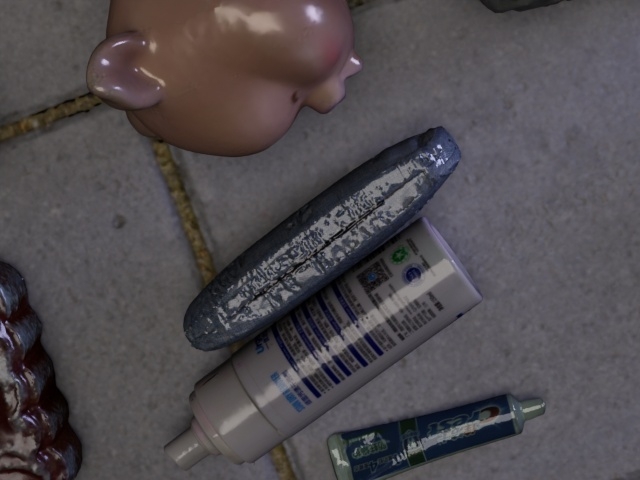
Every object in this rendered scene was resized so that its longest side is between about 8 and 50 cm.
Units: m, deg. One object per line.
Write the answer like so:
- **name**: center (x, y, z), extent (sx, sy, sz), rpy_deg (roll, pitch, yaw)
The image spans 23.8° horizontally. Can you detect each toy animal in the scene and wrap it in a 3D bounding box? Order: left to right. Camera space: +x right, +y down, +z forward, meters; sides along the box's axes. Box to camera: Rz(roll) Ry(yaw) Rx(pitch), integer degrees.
- **toy animal**: center (-0.103, -0.222, 1.209), extent (0.326, 0.237, 0.269), rpy_deg (38, 90, -1)

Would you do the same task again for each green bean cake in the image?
- **green bean cake**: center (-0.327, 0.143, 1.324), extent (0.198, 0.097, 0.232), rpy_deg (-13, 98, 4)

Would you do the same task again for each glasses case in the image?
- **glasses case**: center (0.000, 0.000, 1.286), extent (0.282, 0.109, 0.067), rpy_deg (-39, 97, 7)

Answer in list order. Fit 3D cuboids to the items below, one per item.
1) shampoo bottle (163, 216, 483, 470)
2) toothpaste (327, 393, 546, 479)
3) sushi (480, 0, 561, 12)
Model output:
- **shampoo bottle**: center (-0.007, 0.103, 1.312), extent (0.303, 0.092, 0.092), rpy_deg (-37, 96, 7)
- **toothpaste**: center (0.105, 0.174, 1.348), extent (0.197, 0.035, 0.057), rpy_deg (-17, 82, 6)
- **sushi**: center (0.250, -0.260, 1.231), extent (0.332, 0.124, 0.130), rpy_deg (-6, 91, 1)
